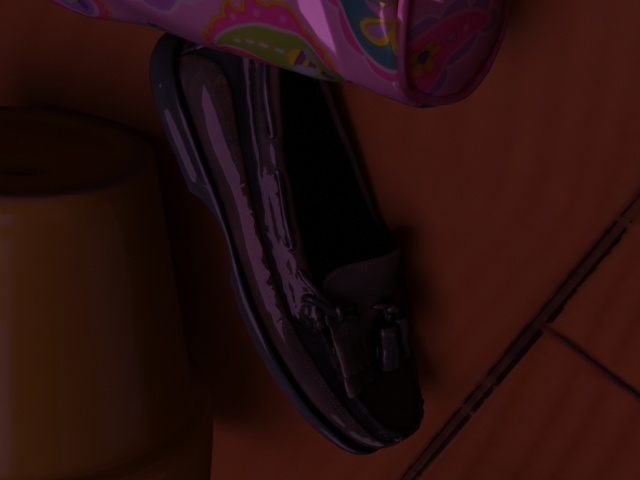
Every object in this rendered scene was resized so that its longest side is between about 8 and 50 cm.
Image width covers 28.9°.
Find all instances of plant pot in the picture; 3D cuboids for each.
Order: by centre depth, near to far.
[{"bbox_3d":[-0.187,0.056,0.750,0.254,0.254,0.239,18,115,25],"label":"plant pot"}]

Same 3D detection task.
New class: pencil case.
[{"bbox_3d":[-0.047,-0.148,0.570,0.284,0.124,0.124,21,131,25],"label":"pencil case"}]

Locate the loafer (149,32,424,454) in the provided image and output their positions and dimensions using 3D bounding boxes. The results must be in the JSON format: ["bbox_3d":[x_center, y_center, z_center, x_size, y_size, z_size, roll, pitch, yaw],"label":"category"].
[{"bbox_3d":[0.000,0.000,0.670,0.084,0.096,0.267,-15,110,35],"label":"loafer"}]
